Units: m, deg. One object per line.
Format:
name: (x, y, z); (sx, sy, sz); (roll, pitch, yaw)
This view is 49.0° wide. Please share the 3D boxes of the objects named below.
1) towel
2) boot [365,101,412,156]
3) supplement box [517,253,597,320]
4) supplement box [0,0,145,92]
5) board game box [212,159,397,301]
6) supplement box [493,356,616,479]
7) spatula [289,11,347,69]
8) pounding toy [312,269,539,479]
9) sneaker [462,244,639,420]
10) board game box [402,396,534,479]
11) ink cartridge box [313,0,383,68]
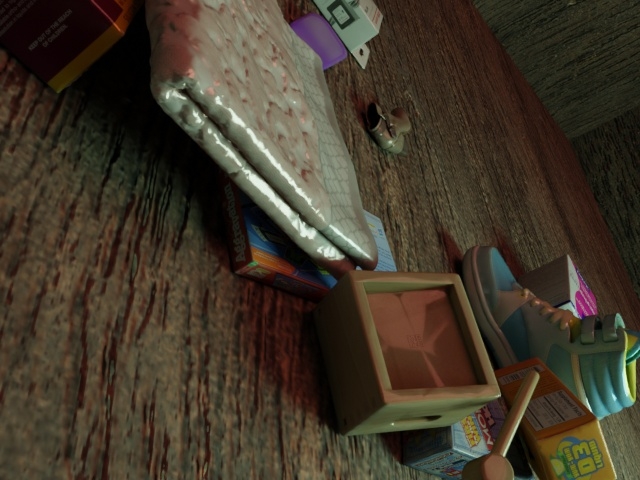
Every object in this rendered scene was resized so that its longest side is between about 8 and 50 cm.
towel: (-0.054, -0.160, 0.652); (0.317, 0.053, 0.332); (47, 24, -49)
boot: (0.103, -0.186, 1.093); (0.087, 0.042, 0.119); (35, 35, -37)
supplement box: (0.426, 0.130, 1.269); (0.111, 0.113, 0.220); (55, 25, -9)
supplement box: (-0.221, -0.216, 0.501); (0.188, 0.080, 0.104); (45, 30, -29)
board game box: (0.000, 0.000, 0.739); (0.281, 0.027, 0.145); (25, 41, -50)
supplement box: (0.271, 0.218, 0.850); (0.233, 0.080, 0.078); (-71, 141, -81)
spatula: (-0.034, -0.251, 0.927); (0.084, 0.030, 0.296); (55, 27, -9)
pounding toy: (0.106, 0.141, 0.652); (0.181, 0.094, 0.206); (3, 57, -28)
sneaker: (0.353, 0.121, 1.039); (0.127, 0.208, 0.319); (8, 57, -57)
board game box: (0.144, 0.183, 0.773); (0.194, 0.060, 0.194); (19, 48, -54)
ink cartridge box: (0.048, -0.389, 1.176); (0.180, 0.060, 0.104); (50, 28, -21)
